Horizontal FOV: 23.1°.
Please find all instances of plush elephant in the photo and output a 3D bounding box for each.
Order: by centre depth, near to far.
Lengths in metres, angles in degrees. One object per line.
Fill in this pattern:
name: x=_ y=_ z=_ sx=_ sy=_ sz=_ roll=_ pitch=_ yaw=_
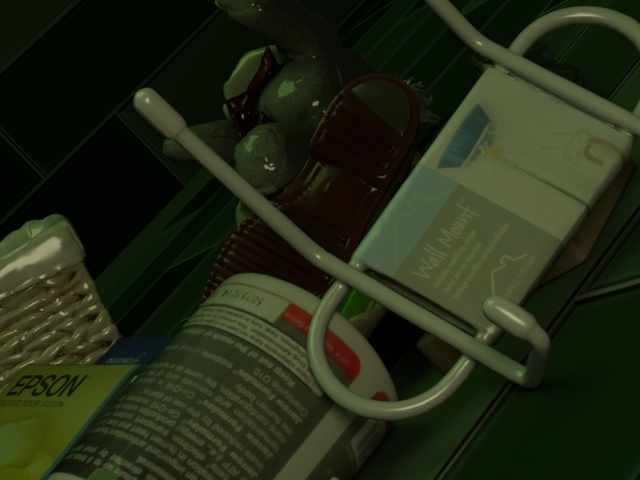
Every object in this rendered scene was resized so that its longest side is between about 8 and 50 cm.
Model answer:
plush elephant: x=-0.055 y=-0.131 z=1.825 sx=0.255 sy=0.272 sz=0.330 roll=-26 pitch=-21 yaw=38

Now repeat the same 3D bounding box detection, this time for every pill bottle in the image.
pill bottle: x=-0.088 y=0.171 z=1.053 sx=0.283 sy=0.161 sz=0.161 roll=-49 pitch=12 yaw=-28

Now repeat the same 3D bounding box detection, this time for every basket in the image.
basket: x=-0.348 y=0.158 z=1.625 sx=0.331 sy=0.266 sz=0.328 roll=-30 pitch=8 yaw=-10

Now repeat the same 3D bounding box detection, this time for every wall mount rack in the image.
wall mount rack: x=0.069 y=-0.072 z=1.025 sx=0.350 sy=0.304 sz=0.130 roll=-53 pitch=-20 yaw=-18

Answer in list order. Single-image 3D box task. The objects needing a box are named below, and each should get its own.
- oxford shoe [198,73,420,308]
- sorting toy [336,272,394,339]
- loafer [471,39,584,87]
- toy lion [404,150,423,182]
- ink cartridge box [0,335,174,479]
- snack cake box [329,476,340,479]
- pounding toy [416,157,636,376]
oxford shoe: x=0.000 y=0.000 z=1.607 sx=0.348 sy=0.123 sz=0.130 roll=-53 pitch=-18 yaw=-7
sorting toy: x=0.019 y=0.067 z=1.270 sx=0.193 sy=0.038 sz=0.208 roll=-57 pitch=-1 yaw=36
loafer: x=0.194 y=-0.120 z=1.443 sx=0.096 sy=0.084 sz=0.267 roll=-11 pitch=19 yaw=4
toy lion: x=0.116 y=-0.070 z=1.617 sx=0.100 sy=0.034 sz=0.096 roll=-34 pitch=22 yaw=43
ink cartridge box: x=-0.193 y=0.167 z=1.286 sx=0.303 sy=0.072 sz=0.307 roll=-7 pitch=40 yaw=50
snack cake box: x=-0.032 y=0.244 z=0.755 sx=0.152 sy=0.089 sz=0.264 roll=-41 pitch=11 yaw=18
pounding toy: x=0.110 y=0.004 z=1.161 sx=0.181 sy=0.094 sz=0.206 roll=-33 pitch=14 yaw=44
